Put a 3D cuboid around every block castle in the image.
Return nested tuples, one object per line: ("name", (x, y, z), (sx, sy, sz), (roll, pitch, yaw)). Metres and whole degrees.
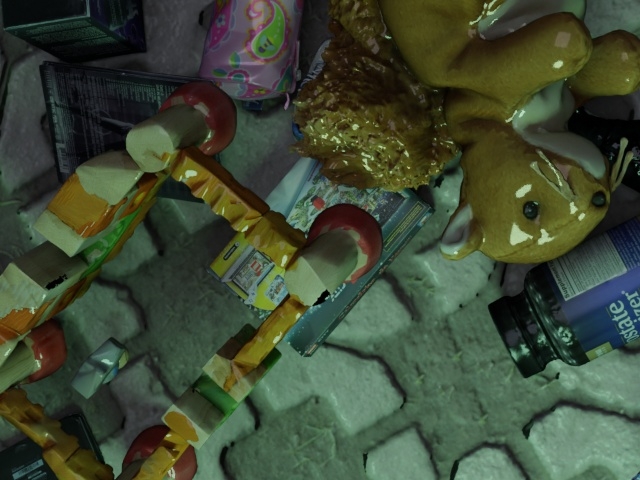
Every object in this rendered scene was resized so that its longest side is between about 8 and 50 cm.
("block castle", (-0.175, 0.073, 1.598), (0.303, 0.213, 0.453), (40, 113, 2))

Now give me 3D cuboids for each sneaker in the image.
("sneaker", (0.000, -0.177, 1.685), (0.052, 0.058, 0.135), (15, 89, 13))

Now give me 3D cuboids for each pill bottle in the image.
("pill bottle", (0.303, 0.064, 1.571), (0.219, 0.123, 0.123), (-28, 81, 9))

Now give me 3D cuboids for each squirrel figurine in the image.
("squirrel figurine", (0.166, -0.157, 1.555), (0.397, 0.281, 0.370), (-4, 94, 39))

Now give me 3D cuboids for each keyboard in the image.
("keyboard", (-0.349, 0.297, 1.747), (0.180, 0.023, 0.108), (-29, 74, 10))

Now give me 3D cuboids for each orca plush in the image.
("orca plush", (0.393, -0.106, 1.573), (0.287, 0.102, 0.151), (33, 93, 12))

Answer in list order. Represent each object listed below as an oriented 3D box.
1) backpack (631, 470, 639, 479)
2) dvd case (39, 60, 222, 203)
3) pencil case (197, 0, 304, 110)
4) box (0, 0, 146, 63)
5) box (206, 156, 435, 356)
("backpack", (0.410, 0.242, 1.526), (0.173, 0.158, 0.117), (-36, 71, 19))
("dvd case", (-0.223, -0.128, 1.696), (0.221, 0.018, 0.164), (9, 125, 17))
("pencil case", (-0.064, -0.300, 1.678), (0.124, 0.124, 0.284), (10, 89, 13))
("box", (-0.293, -0.306, 1.681), (0.108, 0.207, 0.153), (-7, 86, 11))
("box", (0.000, 0.000, 1.680), (0.159, 0.044, 0.233), (42, 95, 12))
